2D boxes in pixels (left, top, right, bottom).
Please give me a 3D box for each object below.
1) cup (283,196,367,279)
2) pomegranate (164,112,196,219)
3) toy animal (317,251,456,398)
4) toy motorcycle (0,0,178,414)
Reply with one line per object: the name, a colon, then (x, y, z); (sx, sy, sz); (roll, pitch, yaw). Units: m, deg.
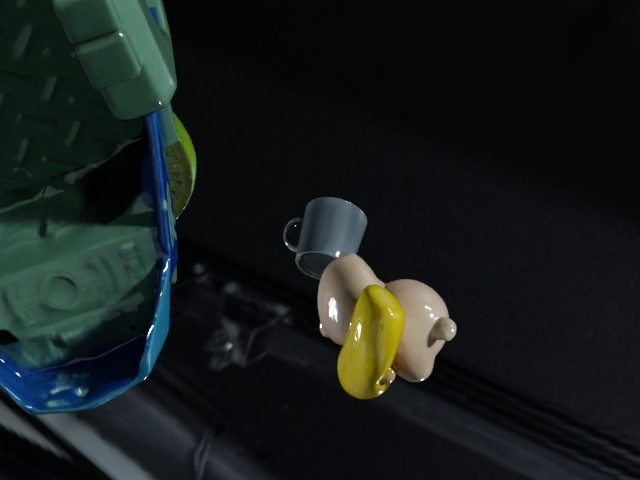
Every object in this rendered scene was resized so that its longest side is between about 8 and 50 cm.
cup: (0.000, 0.000, 1.362); (0.100, 0.077, 0.078); (1, -34, 24)
pomegranate: (-0.202, -0.071, 1.000); (0.143, 0.169, 0.122); (103, -33, -56)
toy animal: (0.048, 0.061, 0.778); (0.082, 0.114, 0.091); (-8, -67, -21)
toy motorcycle: (-0.142, -0.037, 0.535); (0.191, 0.200, 0.326); (-19, -45, 0)
